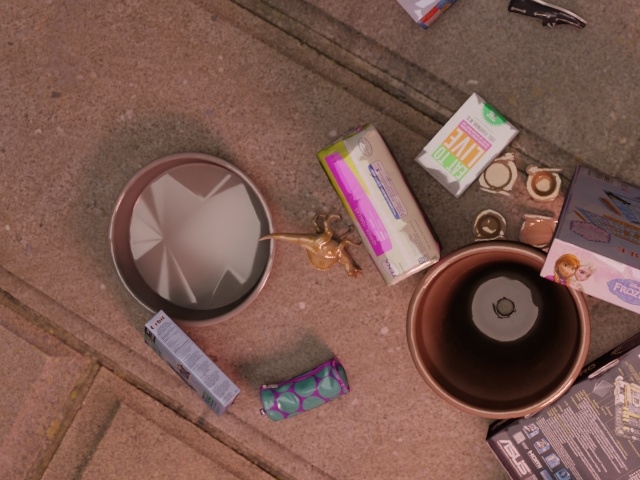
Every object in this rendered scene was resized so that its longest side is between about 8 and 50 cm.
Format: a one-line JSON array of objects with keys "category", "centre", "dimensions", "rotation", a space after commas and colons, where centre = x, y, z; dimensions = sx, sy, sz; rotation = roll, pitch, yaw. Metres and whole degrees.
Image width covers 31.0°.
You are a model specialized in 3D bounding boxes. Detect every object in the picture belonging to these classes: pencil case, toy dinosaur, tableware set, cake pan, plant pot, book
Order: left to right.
[{"category": "cake pan", "centre": [-0.212, -0.003, 1.938], "dimensions": [0.293, 0.054, 0.293], "rotation": [1, 95, 12]}, {"category": "pencil case", "centre": [-0.028, 0.248, 1.918], "dimensions": [0.152, 0.064, 0.070], "rotation": [-23, 115, 12]}, {"category": "toy dinosaur", "centre": [0.000, 0.000, 1.875], "dimensions": [0.183, 0.053, 0.092], "rotation": [24, 78, -11]}, {"category": "book", "centre": [0.234, -0.150, 1.839], "dimensions": [0.096, 0.035, 0.144], "rotation": [43, 99, 10]}, {"category": "plant pot", "centre": [0.274, 0.120, 1.759], "dimensions": [0.263, 0.229, 0.263], "rotation": [1, 95, 11]}, {"category": "tableware set", "centre": [0.315, -0.056, 1.841], "dimensions": [0.141, 0.020, 0.168], "rotation": [6, 97, 11]}]

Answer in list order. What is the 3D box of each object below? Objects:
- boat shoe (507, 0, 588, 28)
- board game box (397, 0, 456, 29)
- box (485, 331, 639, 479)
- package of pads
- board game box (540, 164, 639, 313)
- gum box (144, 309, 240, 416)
[{"category": "boat shoe", "centre": [0.352, -0.351, 1.791], "dimensions": [0.125, 0.046, 0.038], "rotation": [25, 100, 11]}, {"category": "board game box", "centre": [0.170, -0.543, 1.782], "dimensions": [0.302, 0.086, 0.308], "rotation": [-41, 83, 13]}, {"category": "box", "centre": [0.498, 0.382, 1.806], "dimensions": [0.318, 0.097, 0.395], "rotation": [-35, 88, 14]}, {"category": "package of pads", "centre": [0.092, -0.058, 1.745], "dimensions": [0.101, 0.296, 0.229], "rotation": [-28, 88, 6]}, {"category": "board game box", "centre": [0.493, 0.020, 1.659], "dimensions": [0.319, 0.318, 0.066], "rotation": [21, 117, 10]}, {"category": "gum box", "centre": [-0.215, 0.206, 1.907], "dimensions": [0.041, 0.157, 0.184], "rotation": [-43, 85, -16]}]
